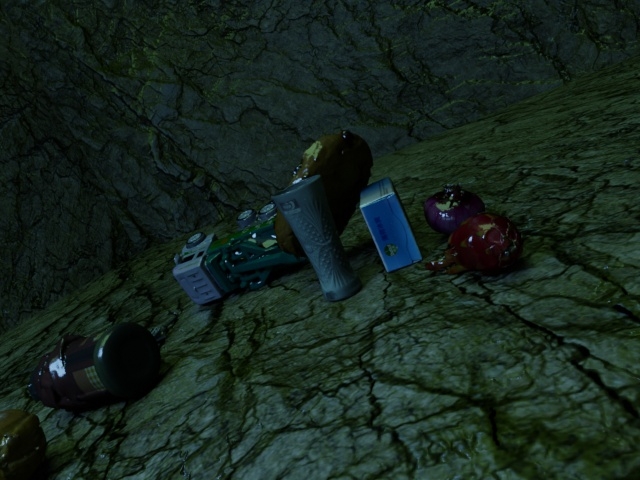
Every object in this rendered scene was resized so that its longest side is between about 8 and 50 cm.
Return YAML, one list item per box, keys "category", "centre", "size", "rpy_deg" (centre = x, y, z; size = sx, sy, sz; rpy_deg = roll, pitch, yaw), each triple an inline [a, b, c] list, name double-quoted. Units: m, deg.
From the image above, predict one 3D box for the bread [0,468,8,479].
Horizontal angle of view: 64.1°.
- category: "bread"
  centre: [-0.394, 0.332, 0.530]
  size: [0.174, 0.121, 0.246]
  rpy_deg: [-35, 14, -34]

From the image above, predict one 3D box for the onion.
- category: "onion"
  centre: [0.255, -0.062, 0.977]
  size: [0.115, 0.104, 0.115]
  rpy_deg: [-12, 28, 7]

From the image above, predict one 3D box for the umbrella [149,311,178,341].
- category: "umbrella"
  centre: [-0.393, 0.238, 1.130]
  size: [0.044, 0.044, 0.269]
  rpy_deg: [19, 35, 14]

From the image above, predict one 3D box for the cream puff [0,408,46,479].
- category: "cream puff"
  centre: [-0.481, 0.322, 0.747]
  size: [0.150, 0.115, 0.165]
  rpy_deg: [-17, 3, 2]

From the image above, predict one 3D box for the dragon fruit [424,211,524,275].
- category: "dragon fruit"
  centre: [0.229, 0.009, 0.779]
  size: [0.094, 0.094, 0.190]
  rpy_deg: [-31, 2, -27]

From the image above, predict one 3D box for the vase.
- category: "vase"
  centre: [0.000, 0.000, 0.923]
  size: [0.096, 0.219, 0.096]
  rpy_deg: [-23, 12, 5]

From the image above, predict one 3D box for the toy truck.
- category: "toy truck"
  centre: [-0.192, 0.037, 1.271]
  size: [0.364, 0.176, 0.178]
  rpy_deg: [-18, 26, 22]

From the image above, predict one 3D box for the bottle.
- category: "bottle"
  centre: [-0.435, 0.236, 0.957]
  size: [0.271, 0.143, 0.156]
  rpy_deg: [-19, 13, 28]

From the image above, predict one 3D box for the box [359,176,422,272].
- category: "box"
  centre: [0.136, -0.038, 1.011]
  size: [0.073, 0.139, 0.194]
  rpy_deg: [-22, 12, 11]

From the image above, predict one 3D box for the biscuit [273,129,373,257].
- category: "biscuit"
  centre: [0.016, -0.088, 1.076]
  size: [0.075, 0.295, 0.296]
  rpy_deg: [34, 46, 24]
